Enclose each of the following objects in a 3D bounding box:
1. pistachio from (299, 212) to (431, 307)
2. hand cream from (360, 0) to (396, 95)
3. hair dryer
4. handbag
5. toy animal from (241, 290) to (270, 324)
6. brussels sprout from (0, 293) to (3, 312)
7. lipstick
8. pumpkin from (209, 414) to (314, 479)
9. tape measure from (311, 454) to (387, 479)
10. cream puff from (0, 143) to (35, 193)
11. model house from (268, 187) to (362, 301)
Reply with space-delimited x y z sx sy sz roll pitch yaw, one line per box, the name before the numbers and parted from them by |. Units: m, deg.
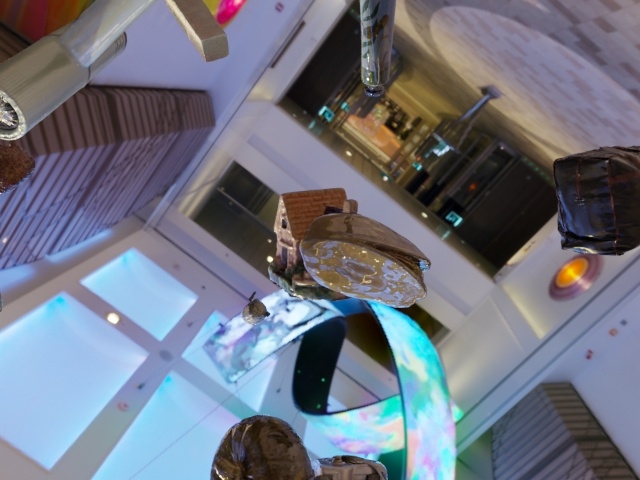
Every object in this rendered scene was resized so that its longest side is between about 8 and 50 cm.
pistachio | 0.095 0.034 0.980 0.288 0.166 0.197 15 161 -16
hand cream | 0.112 -0.424 0.981 0.091 0.271 0.058 -13 -135 -11
hair dryer | -0.141 -0.157 0.329 0.044 0.183 0.155 46 -146 -28
handbag | 0.488 -0.074 0.815 0.215 0.169 0.155 -13 -168 -36
toy animal | -0.206 0.216 1.501 0.070 0.079 0.253 55 171 -6
brussels sprout | -0.866 0.132 1.173 0.181 0.144 0.161 43 -163 -56
lipstick | -0.319 -0.560 1.192 0.317 0.066 0.068 56 161 27
pumpkin | -0.116 0.418 0.870 0.162 0.219 0.219 31 -162 -35
tape measure | 0.068 0.594 1.210 0.197 0.120 0.236 3 162 -7
cream puff | -0.745 -0.172 1.127 0.149 0.149 0.084 55 166 43
model house | 0.000 0.000 1.185 0.202 0.237 0.237 -6 -165 -27
